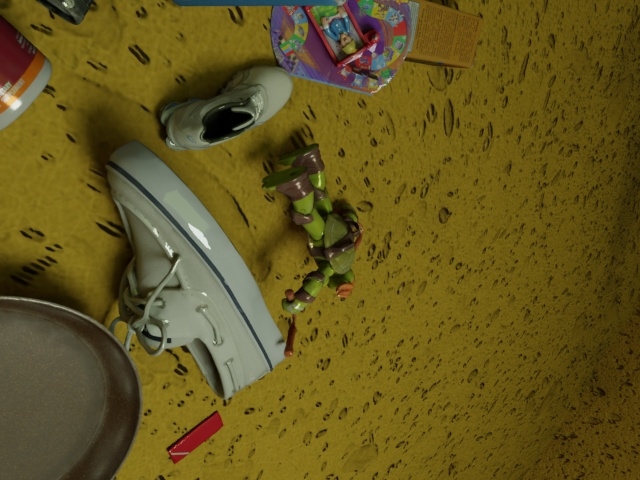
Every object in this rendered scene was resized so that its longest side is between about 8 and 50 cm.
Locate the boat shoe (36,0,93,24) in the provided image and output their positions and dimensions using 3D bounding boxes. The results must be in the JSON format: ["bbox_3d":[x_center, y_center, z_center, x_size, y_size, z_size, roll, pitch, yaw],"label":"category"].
[{"bbox_3d":[-0.261,-0.240,0.377,0.219,0.078,0.070,25,89,-48],"label":"boat shoe"}]

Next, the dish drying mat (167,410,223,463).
[{"bbox_3d":[-0.173,0.276,0.737,0.083,0.008,0.032,-33,127,-30],"label":"dish drying mat"}]

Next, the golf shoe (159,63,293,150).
[{"bbox_3d":[-0.085,-0.142,0.583,0.176,0.086,0.069,-37,128,-28],"label":"golf shoe"}]

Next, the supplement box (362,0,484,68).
[{"bbox_3d":[0.126,-0.288,0.728,0.233,0.078,0.080,-11,115,-40],"label":"supplement box"}]

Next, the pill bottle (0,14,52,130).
[{"bbox_3d":[-0.287,-0.156,0.382,0.086,0.086,0.152,-54,135,-12],"label":"pill bottle"}]

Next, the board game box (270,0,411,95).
[{"bbox_3d":[0.027,-0.246,0.612,0.169,0.033,0.133,12,111,-9],"label":"board game box"}]

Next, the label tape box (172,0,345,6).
[{"bbox_3d":[-0.149,-0.298,0.333,0.348,0.249,0.115,27,88,-47],"label":"label tape box"}]

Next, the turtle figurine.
[{"bbox_3d":[0.000,0.000,0.684,0.269,0.087,0.217,-54,131,-43],"label":"turtle figurine"}]

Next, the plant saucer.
[{"bbox_3d":[-0.331,0.184,0.498,0.310,0.050,0.310,-18,121,-32],"label":"plant saucer"}]

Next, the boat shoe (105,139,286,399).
[{"bbox_3d":[-0.163,0.071,0.583,0.156,0.136,0.367,-41,141,-20],"label":"boat shoe"}]
